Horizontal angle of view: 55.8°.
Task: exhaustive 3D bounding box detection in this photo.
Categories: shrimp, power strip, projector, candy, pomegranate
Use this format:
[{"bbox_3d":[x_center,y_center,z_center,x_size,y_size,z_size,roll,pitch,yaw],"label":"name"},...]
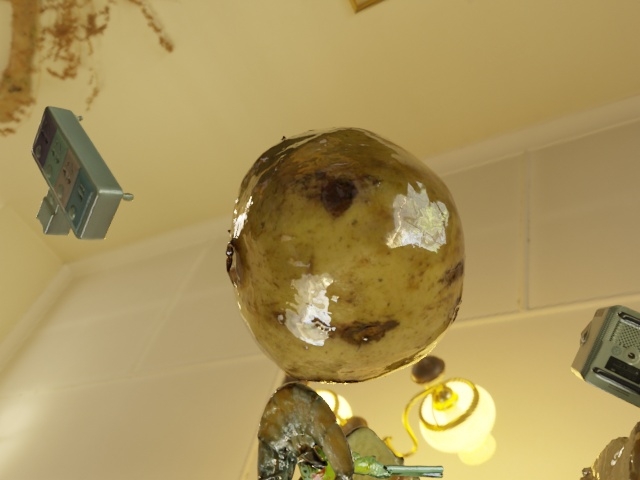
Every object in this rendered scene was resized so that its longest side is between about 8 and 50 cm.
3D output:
[{"bbox_3d":[-0.022,0.273,0.691,0.150,0.217,0.051,18,-165,40],"label":"shrimp"},{"bbox_3d":[-0.354,-0.075,0.860,0.216,0.061,0.145,50,-61,33],"label":"power strip"},{"bbox_3d":[0.645,0.244,1.292,0.163,0.242,0.177,26,-89,18],"label":"projector"},{"bbox_3d":[0.085,0.342,0.910,0.077,0.262,0.073,5,-98,61],"label":"candy"},{"bbox_3d":[0.024,0.017,0.667,0.281,0.281,0.281,-23,-149,15],"label":"pomegranate"}]

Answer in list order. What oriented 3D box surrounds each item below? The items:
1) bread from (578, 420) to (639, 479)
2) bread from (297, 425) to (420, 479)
[{"bbox_3d":[0.645,0.573,1.054,0.371,0.279,0.390,23,-133,11],"label":"bread"},{"bbox_3d":[0.086,0.513,1.140,0.263,0.198,0.236,43,-93,19],"label":"bread"}]
